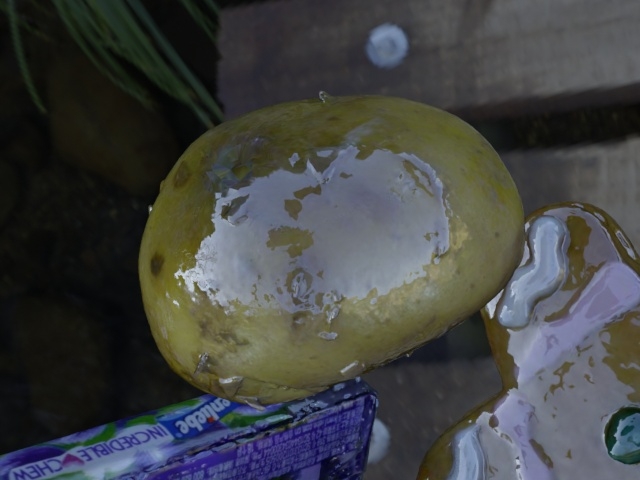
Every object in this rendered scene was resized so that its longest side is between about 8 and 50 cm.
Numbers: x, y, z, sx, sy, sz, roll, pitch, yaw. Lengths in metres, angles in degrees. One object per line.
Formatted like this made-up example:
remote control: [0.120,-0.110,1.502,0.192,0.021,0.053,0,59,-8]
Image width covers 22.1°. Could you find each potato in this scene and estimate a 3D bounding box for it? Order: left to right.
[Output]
potato: [0.000,0.000,0.726,0.176,0.137,0.137,-33,61,1]

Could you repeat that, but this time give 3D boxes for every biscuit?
biscuit: [0.280,0.134,0.956,0.432,0.064,0.283,19,101,15]

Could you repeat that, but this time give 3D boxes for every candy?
candy: [-0.103,0.146,0.954,0.312,0.088,0.061,-13,35,-37]
